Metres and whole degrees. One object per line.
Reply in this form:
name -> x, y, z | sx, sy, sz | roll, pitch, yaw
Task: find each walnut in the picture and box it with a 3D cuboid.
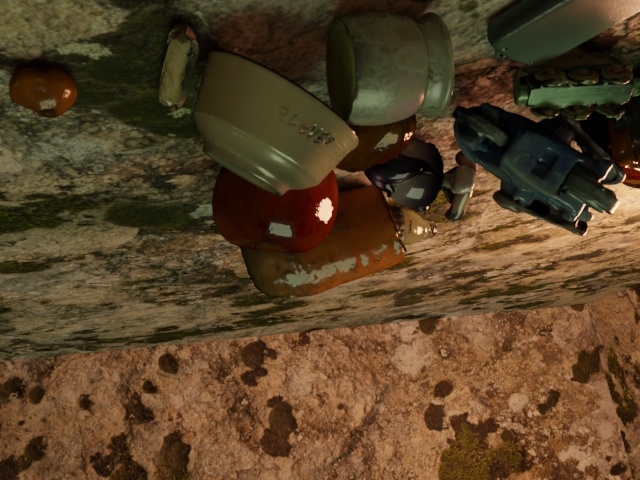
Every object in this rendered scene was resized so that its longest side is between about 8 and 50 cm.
walnut -> 0.081, -0.174, 1.144 | 0.116, 0.115, 0.207 | 4, 158, -37

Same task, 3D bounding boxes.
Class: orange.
orange -> -0.375, -0.200, 0.910 | 0.086, 0.062, 0.086 | -11, 162, -3

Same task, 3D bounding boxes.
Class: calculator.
calculator -> 0.345, -0.314, 0.924 | 0.141, 0.045, 0.246 | 7, 157, -41

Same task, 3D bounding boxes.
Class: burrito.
burrito -> -0.195, -0.236, 0.926 | 0.045, 0.041, 0.185 | 38, 153, -5

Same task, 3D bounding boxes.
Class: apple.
apple -> -0.077, -0.085, 1.194 | 0.230, 0.230, 0.230 | -8, 163, -2

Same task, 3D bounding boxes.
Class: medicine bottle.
medicine bottle -> 0.091, -0.230, 0.900 | 0.143, 0.147, 0.147 | -6, 163, -15

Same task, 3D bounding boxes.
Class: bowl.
bowl -> -0.077, -0.146, 0.924 | 0.238, 0.126, 0.238 | 29, 176, 2

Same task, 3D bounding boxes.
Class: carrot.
carrot -> 0.000, 0.000, 1.491 | 0.341, 0.224, 0.224 | -17, 163, 2

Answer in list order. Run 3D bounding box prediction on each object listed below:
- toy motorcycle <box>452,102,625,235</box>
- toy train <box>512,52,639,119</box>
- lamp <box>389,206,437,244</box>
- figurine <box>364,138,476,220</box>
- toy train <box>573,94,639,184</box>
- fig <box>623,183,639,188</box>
toy motorcycle -> 0.347, -0.126, 1.157 | 0.319, 0.182, 0.241 | 32, 164, -2
toy train -> 0.392, -0.244, 1.051 | 0.194, 0.125, 0.080 | -3, 123, -1
lamp -> 0.174, -0.035, 1.658 | 0.250, 0.101, 0.101 | 3, 160, -25
figurine -> 0.190, -0.122, 1.297 | 0.222, 0.145, 0.145 | 10, 162, -1
toy train -> 0.634, -0.193, 1.286 | 0.369, 0.163, 0.232 | 4, 167, -37
fig -> 0.738, -0.162, 1.483 | 0.153, 0.120, 0.136 | -25, -155, -12
